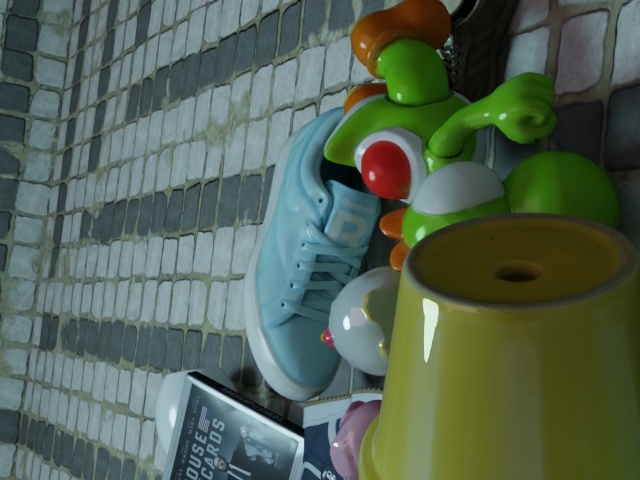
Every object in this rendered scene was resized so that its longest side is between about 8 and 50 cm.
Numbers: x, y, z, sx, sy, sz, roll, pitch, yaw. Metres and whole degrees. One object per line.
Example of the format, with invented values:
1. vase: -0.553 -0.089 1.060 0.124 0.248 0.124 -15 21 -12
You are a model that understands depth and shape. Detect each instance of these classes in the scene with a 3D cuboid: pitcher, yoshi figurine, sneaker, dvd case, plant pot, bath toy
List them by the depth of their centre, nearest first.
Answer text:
1. plant pot: 0.147 0.119 0.807 0.254 0.254 0.238 -140 39 -59
2. bath toy: 0.077 0.198 1.016 0.129 0.152 0.348 162 95 -70
3. yoshi figurine: 0.153 -0.073 1.036 0.203 0.204 0.362 -44 42 21
4. sneaker: 0.149 -0.202 1.171 0.066 0.071 0.188 29 107 61
5. sneaker: 0.053 0.243 1.191 0.282 0.099 0.153 150 128 -64
6. sneaker: 0.000 0.000 1.308 0.150 0.135 0.365 144 134 -58
7. dvd case: -0.106 0.298 1.453 0.239 0.030 0.179 22 104 35
8. pitcher: -0.152 0.284 1.573 0.178 0.126 0.207 -19 76 45
